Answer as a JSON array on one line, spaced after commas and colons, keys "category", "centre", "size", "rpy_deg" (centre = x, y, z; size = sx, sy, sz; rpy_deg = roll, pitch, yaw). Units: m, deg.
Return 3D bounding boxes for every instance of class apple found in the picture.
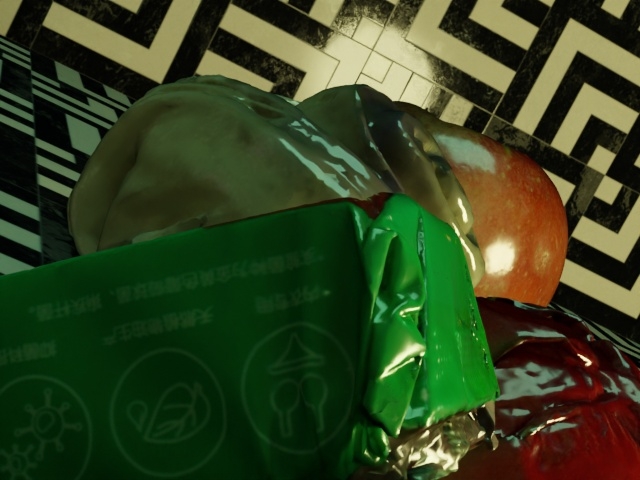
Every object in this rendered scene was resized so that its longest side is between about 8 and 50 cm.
[{"category": "apple", "centre": [0.142, -0.008, 1.522], "size": [0.348, 0.277, 0.348], "rpy_deg": [24, 7, -3]}]

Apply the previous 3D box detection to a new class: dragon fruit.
[{"category": "dragon fruit", "centre": [0.065, 0.139, 0.612], "size": [0.233, 0.234, 0.293], "rpy_deg": [33, 22, 33]}]

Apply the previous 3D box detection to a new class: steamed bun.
[{"category": "steamed bun", "centre": [0.000, 0.000, 0.903], "size": [0.346, 0.237, 0.394], "rpy_deg": [35, 19, -15]}]

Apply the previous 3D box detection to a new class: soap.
[{"category": "soap", "centre": [-0.080, 0.062, 0.442], "size": [0.273, 0.098, 0.218], "rpy_deg": [-14, -7, 13]}]
